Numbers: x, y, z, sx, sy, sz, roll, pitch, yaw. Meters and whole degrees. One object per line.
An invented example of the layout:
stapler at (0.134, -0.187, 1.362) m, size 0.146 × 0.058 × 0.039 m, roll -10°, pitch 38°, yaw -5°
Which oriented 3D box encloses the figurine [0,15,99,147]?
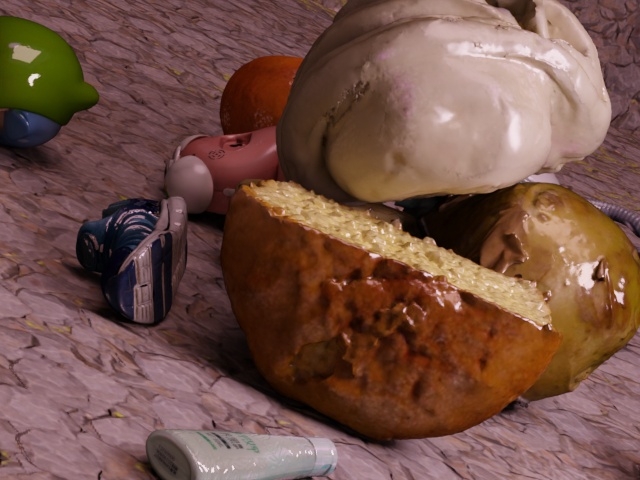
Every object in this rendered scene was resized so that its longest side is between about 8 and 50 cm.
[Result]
figurine at (-0.381, -0.176, 2.154) m, size 0.263 × 0.143 × 0.162 m, roll 0°, pitch 22°, yaw -34°

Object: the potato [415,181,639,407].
potato at (0.241, 0.034, 2.112) m, size 0.246 × 0.196 × 0.299 m, roll 59°, pitch 6°, yaw -21°

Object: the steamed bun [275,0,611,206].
steamed bun at (0.121, -0.170, 2.042) m, size 0.352 × 0.247 × 0.339 m, roll -11°, pitch 6°, yaw -37°

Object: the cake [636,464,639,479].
cake at (0.420, 0.235, 2.024) m, size 0.147 × 0.135 × 0.134 m, roll 19°, pitch 17°, yaw -4°

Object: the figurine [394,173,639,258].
figurine at (0.251, 0.004, 2.390) m, size 0.382 × 0.261 × 0.186 m, roll 31°, pitch 42°, yaw -38°

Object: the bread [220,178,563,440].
bread at (0.049, 0.081, 1.885) m, size 0.340 × 0.179 × 0.194 m, roll 22°, pitch 14°, yaw 0°

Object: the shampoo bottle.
shampoo bottle at (-0.059, 0.185, 1.640) m, size 0.191 × 0.041 × 0.069 m, roll 7°, pitch 19°, yaw -48°

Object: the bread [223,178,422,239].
bread at (0.000, 0.000, 2.172) m, size 0.236 × 0.106 × 0.140 m, roll 9°, pitch 12°, yaw -38°

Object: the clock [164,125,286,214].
clock at (-0.103, -0.086, 2.286) m, size 0.162 × 0.093 × 0.166 m, roll 0°, pitch 18°, yaw 1°

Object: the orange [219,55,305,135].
orange at (-0.024, -0.150, 2.517) m, size 0.224 × 0.170 × 0.224 m, roll 10°, pitch 0°, yaw 0°

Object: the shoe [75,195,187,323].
shoe at (-0.191, 0.016, 1.927) m, size 0.106 × 0.091 × 0.207 m, roll 2°, pitch 21°, yaw 2°
